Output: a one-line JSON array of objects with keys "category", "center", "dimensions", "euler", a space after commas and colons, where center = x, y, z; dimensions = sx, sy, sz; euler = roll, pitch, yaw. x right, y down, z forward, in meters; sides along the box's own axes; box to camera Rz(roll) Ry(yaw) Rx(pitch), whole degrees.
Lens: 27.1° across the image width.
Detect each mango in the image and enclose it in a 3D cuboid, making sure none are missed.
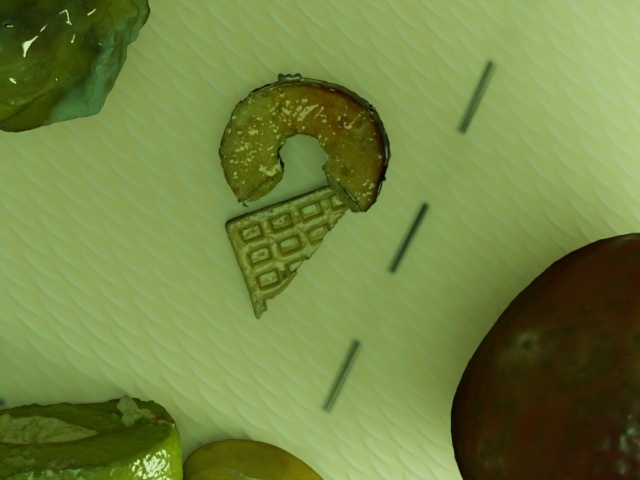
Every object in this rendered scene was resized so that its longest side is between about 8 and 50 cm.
[{"category": "mango", "center": [-0.062, 0.280, 1.502], "dimensions": [0.190, 0.075, 0.098], "euler": [27, 102, -2]}]

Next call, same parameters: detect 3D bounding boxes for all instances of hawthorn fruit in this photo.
[{"category": "hawthorn fruit", "center": [0.339, 0.162, 1.376], "dimensions": [0.403, 0.403, 0.402], "euler": [-1, 102, -6]}]

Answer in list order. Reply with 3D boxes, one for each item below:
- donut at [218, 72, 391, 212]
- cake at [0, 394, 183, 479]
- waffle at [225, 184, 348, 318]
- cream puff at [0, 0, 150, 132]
[{"category": "donut", "center": [-0.013, -0.101, 1.415], "dimensions": [0.181, 0.078, 0.146], "euler": [3, 83, 7]}, {"category": "cake", "center": [-0.277, 0.259, 1.420], "dimensions": [0.261, 0.179, 0.156], "euler": [-6, 101, -5]}, {"category": "waffle", "center": [0.000, 0.000, 1.469], "dimensions": [0.191, 0.032, 0.125], "euler": [-18, 101, 0]}, {"category": "cream puff", "center": [-0.340, -0.267, 1.281], "dimensions": [0.378, 0.275, 0.378], "euler": [5, 73, -15]}]
